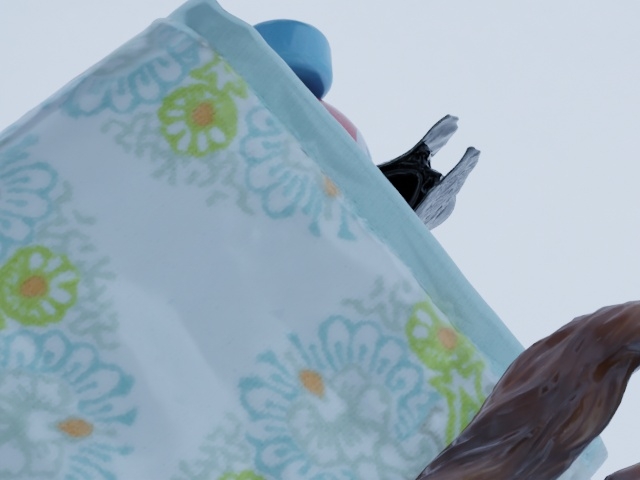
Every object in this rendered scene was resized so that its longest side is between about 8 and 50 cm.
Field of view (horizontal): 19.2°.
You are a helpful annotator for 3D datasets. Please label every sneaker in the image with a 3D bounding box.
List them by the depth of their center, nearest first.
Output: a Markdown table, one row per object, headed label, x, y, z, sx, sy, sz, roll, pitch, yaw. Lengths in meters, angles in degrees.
| label | x | y | z | sx | sy | sz | roll | pitch | yaw |
| --- | --- | --- | --- | --- | --- | --- | --- | --- | --- |
| sneaker | 0.026 | -0.012 | 1.161 | 0.170 | 0.089 | 0.051 | -33 | 77 | 8 |

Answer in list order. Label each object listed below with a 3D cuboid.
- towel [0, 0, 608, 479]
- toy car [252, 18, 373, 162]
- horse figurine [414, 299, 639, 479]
| label | x | y | z | sx | sy | sz | roll | pitch | yaw |
| --- | --- | --- | --- | --- | --- | --- | --- | --- | --- |
| towel | -0.061 | 0.095 | 0.991 | 0.374 | 0.320 | 0.090 | 49 | 155 | 3 |
| toy car | 0.000 | 0.000 | 1.387 | 0.210 | 0.238 | 0.219 | -31 | 50 | 38 |
| horse figurine | 0.151 | 0.078 | 0.478 | 0.263 | 0.174 | 0.066 | 23 | 147 | 9 |
